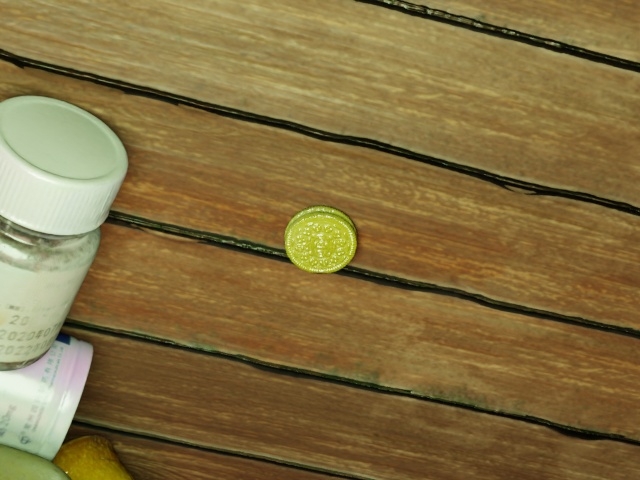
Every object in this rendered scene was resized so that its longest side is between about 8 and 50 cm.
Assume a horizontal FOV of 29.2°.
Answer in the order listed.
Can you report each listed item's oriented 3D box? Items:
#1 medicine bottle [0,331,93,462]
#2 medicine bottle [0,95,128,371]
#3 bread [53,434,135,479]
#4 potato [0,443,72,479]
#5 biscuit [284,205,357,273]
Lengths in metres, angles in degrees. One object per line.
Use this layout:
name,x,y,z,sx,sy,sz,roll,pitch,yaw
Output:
medicine bottle,-0.408,0.149,1.424,0.254,0.152,0.152,21,124,-15
medicine bottle,-0.321,-0.005,1.305,0.165,0.165,0.273,21,123,-13
bread,-0.307,0.373,1.560,0.195,0.143,0.269,-30,141,-31
potato,-0.400,0.377,1.328,0.243,0.326,0.221,46,138,-15
biscuit,0.000,0.000,1.386,0.084,0.023,0.084,0,126,1
